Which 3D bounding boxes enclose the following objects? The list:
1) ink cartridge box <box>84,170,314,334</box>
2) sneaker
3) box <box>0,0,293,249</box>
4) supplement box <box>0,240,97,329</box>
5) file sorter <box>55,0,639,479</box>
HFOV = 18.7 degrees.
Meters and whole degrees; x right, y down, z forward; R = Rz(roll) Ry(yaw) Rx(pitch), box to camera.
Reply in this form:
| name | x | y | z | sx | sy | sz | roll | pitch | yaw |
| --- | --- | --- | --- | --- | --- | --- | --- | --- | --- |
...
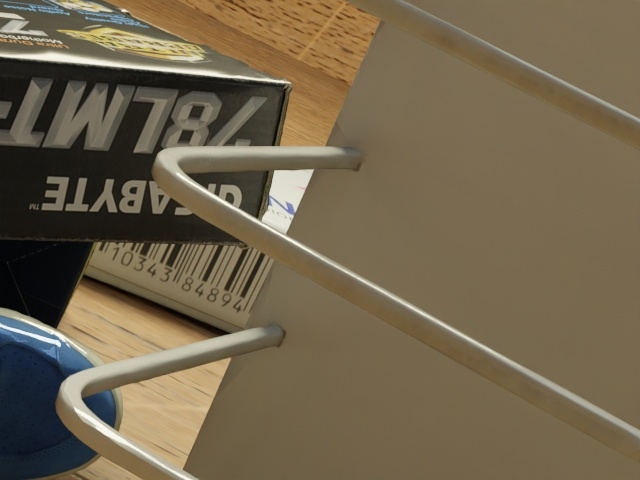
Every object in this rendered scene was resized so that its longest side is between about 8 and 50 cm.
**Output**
| name | x | y | z | sx | sy | sz | roll | pitch | yaw |
| --- | --- | --- | --- | --- | --- | --- | --- | --- | --- |
| ink cartridge box | 0.000 | 0.000 | 1.087 | 0.324 | 0.071 | 0.330 | 22 | 11 | -15 |
| sneaker | -0.131 | 0.040 | 0.550 | 0.152 | 0.058 | 0.084 | 20 | 4 | -7 |
| box | -0.212 | -0.074 | 0.689 | 0.295 | 0.073 | 0.293 | 0 | 20 | -42 |
| supplement box | -0.135 | -0.005 | 0.795 | 0.083 | 0.056 | 0.083 | 24 | 10 | -6 |
| file sorter | 0.056 | 0.017 | 0.526 | 0.193 | 0.277 | 0.173 | 28 | 14 | 19 |
